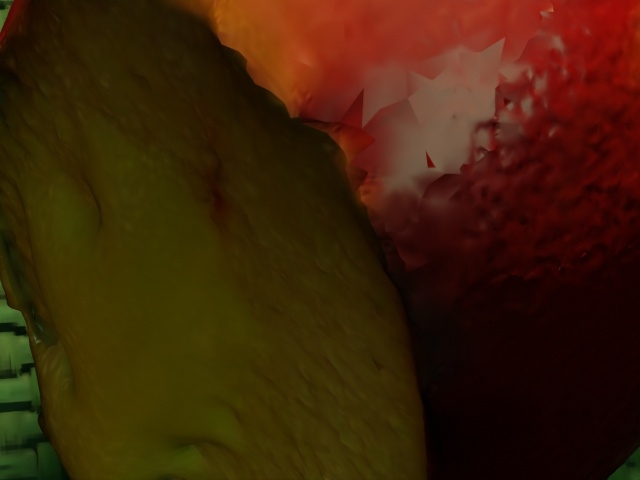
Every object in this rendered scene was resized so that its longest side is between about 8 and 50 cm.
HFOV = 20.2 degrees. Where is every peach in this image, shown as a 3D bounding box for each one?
[{"bbox_3d":[0.000,0.000,0.638,0.281,0.281,0.338,33,108,-7],"label":"peach"}]
